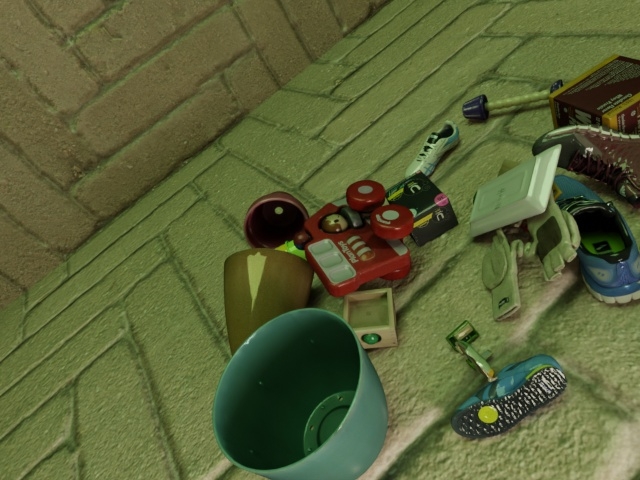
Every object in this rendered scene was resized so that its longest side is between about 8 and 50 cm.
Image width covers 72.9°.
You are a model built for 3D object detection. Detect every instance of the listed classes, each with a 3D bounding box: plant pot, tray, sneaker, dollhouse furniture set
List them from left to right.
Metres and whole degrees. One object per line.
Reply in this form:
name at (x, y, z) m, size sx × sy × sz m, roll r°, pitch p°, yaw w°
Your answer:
plant pot at (-0.139, 0.184, 1.082) m, size 0.238 × 0.237 × 0.254 m, roll -14°, pitch 55°, yaw 26°
plant pot at (-0.133, -0.070, 1.376) m, size 0.202 × 0.201 × 0.180 m, roll -27°, pitch 22°, yaw 11°
plant pot at (-0.010, 0.313, 0.803) m, size 0.293 × 0.235 × 0.292 m, roll -21°, pitch 38°, yaw 18°
sneaker at (0.331, -0.270, 1.312) m, size 0.237 × 0.086 × 0.085 m, roll -47°, pitch 40°, yaw -14°
dollhouse furniture set at (0.290, 0.198, 0.807) m, size 0.059 × 0.076 × 0.152 m, roll -39°, pitch 1°, yaw 0°
sneaker at (0.320, 0.268, 0.754) m, size 0.209 × 0.069 × 0.082 m, roll -37°, pitch 3°, yaw 11°
tray at (0.396, -0.098, 0.927) m, size 0.270 × 0.030 × 0.145 m, roll 134°, pitch 156°, yaw -76°
sneaker at (0.530, -0.042, 0.853) m, size 0.130 × 0.147 × 0.329 m, roll -22°, pitch 37°, yaw 16°
sneaker at (0.599, -0.150, 0.905) m, size 0.282 × 0.106 × 0.162 m, roll 5°, pitch 58°, yaw 11°

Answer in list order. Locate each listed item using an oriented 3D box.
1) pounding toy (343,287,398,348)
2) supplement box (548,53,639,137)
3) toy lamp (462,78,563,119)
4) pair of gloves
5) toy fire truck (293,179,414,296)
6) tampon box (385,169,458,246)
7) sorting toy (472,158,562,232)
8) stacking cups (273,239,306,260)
pounding toy at (0.105, 0.198, 0.976) m, size 0.130 × 0.100 × 0.141 m, roll -8°, pitch 45°, yaw 12°
supplement box at (0.704, -0.320, 1.040) m, size 0.192 × 0.129 × 0.194 m, roll -32°, pitch 36°, yaw 3°
toy lamp at (0.568, -0.415, 1.296) m, size 0.275 × 0.080 × 0.080 m, roll -3°, pitch 47°, yaw 34°
pair of gloves at (0.408, 0.023, 0.859) m, size 0.204 × 0.042 × 0.240 m, roll -86°, pitch 16°, yaw -45°
toy fire truck at (0.073, -0.006, 1.069) m, size 0.254 × 0.169 × 0.302 m, roll -19°, pitch 41°, yaw -16°
tampon box at (0.262, -0.087, 1.147) m, size 0.121 × 0.101 × 0.161 m, roll -32°, pitch 37°, yaw 5°
sorting toy at (0.450, -0.104, 0.980) m, size 0.274 × 0.047 × 0.132 m, roll -116°, pitch 40°, yaw -68°
stacking cups at (0.000, 0.000, 1.261) m, size 0.317 × 0.096 × 0.096 m, roll -27°, pitch 37°, yaw 10°
